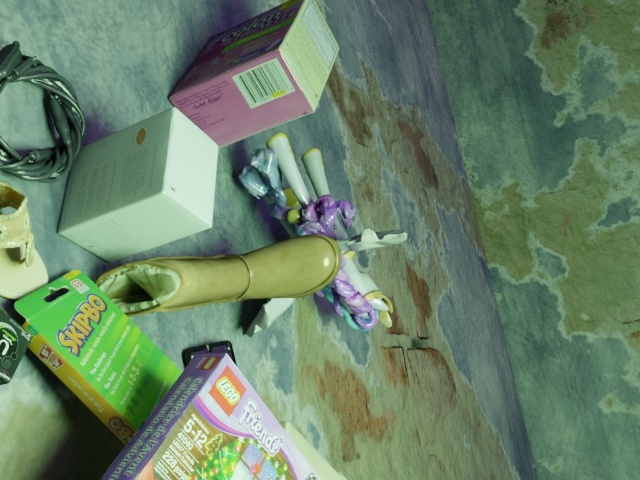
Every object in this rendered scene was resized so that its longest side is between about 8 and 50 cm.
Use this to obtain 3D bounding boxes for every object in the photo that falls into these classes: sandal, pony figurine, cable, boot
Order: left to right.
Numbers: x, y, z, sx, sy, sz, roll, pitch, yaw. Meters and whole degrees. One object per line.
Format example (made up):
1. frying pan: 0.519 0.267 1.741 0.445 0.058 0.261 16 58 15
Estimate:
1. sandal: -0.344 -0.032 0.762 0.240 0.079 0.088 58 29 -29
2. cable: -0.348 -0.139 0.875 0.184 0.047 0.150 -85 152 -44
3. boot: -0.122 0.050 0.990 0.269 0.236 0.089 3 71 -67
4. pony figurine: 0.000 0.000 1.273 0.363 0.303 0.351 61 15 11

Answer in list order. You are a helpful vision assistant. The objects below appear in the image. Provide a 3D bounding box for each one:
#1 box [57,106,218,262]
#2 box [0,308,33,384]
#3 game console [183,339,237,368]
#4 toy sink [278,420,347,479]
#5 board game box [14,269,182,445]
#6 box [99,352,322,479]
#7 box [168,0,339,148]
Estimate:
1. box: -0.224 -0.065 0.920 0.091 0.171 0.130 41 40 -48
2. box: -0.339 0.098 0.724 0.083 0.052 0.062 55 30 -36
3. game console: -0.151 0.212 1.080 0.107 0.071 0.122 -9 80 -34
4. toy sink: -0.058 0.366 1.010 0.234 0.153 0.131 53 31 -33
5. board game box: -0.226 0.149 0.839 0.259 0.039 0.124 48 23 -1
6. box: -0.093 0.293 0.786 0.293 0.057 0.201 58 45 -25
7. box: -0.104 -0.287 1.250 0.117 0.214 0.243 58 29 -29
